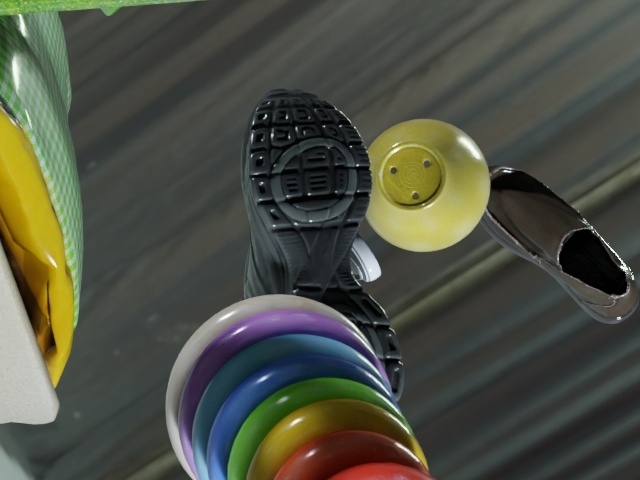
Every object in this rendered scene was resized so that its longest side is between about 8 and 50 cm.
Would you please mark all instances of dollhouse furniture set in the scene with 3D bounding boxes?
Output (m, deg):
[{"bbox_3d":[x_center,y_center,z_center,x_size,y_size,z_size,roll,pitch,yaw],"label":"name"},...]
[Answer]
[{"bbox_3d":[-0.092,-0.094,0.587,0.197,0.151,0.301,-94,176,-47],"label":"dollhouse furniture set"}]

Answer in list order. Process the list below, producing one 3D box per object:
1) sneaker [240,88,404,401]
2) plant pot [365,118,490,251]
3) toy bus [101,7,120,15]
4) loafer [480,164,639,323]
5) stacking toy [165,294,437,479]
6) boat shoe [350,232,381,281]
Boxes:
[{"bbox_3d":[-0.022,0.020,1.196,0.109,0.130,0.286,3,69,-26],"label":"sneaker"},{"bbox_3d":[0.095,-0.058,1.495,0.134,0.134,0.095,59,8,8],"label":"plant pot"},{"bbox_3d":[-0.162,-0.177,0.791,0.191,0.104,0.202,53,-20,-24],"label":"toy bus"},{"bbox_3d":[0.252,-0.007,1.607,0.220,0.080,0.078,40,-12,10],"label":"loafer"},{"bbox_3d":[-0.001,0.125,0.816,0.141,0.141,0.330,52,-3,-13],"label":"stacking toy"},{"bbox_3d":[0.000,0.000,1.365,0.142,0.040,0.049,41,-21,41],"label":"boat shoe"}]
